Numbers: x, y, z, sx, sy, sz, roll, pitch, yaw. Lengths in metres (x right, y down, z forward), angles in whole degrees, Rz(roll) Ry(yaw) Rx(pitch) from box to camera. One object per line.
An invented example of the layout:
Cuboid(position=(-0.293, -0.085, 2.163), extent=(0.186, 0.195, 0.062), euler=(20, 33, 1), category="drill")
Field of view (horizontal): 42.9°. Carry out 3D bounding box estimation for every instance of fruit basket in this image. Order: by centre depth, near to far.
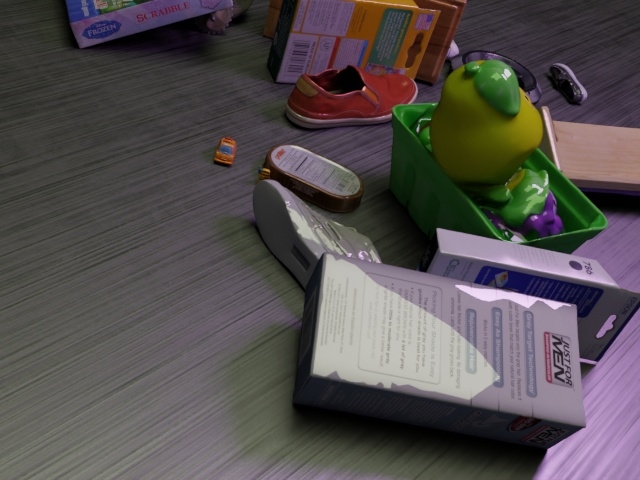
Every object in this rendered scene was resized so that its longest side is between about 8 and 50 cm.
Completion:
Cuboid(position=(0.286, -0.142, 1.351), extent=(0.283, 0.392, 0.392), euler=(-8, 46, -29), category="fruit basket")

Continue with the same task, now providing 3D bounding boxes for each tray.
Cuboid(position=(0.094, -0.503, 1.811), extent=(0.411, 0.203, 0.076), euler=(14, 39, -5), category="tray")

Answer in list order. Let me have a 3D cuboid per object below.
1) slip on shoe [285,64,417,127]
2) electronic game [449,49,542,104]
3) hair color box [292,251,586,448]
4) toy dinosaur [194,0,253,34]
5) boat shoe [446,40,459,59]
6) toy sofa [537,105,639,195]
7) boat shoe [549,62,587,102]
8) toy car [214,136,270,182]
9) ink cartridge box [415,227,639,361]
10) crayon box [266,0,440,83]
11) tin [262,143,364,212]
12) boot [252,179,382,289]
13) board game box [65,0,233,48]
Cuboid(position=(0.078, -0.305, 1.662), extent=(0.331, 0.101, 0.123), euler=(-14, 48, -36), category="slip on shoe")
Cuboid(position=(0.417, -0.384, 1.933), extent=(0.229, 0.048, 0.229), euler=(11, 39, -9), category="electronic game")
Cuboid(position=(0.162, 0.154, 1.118), extent=(0.374, 0.113, 0.185), euler=(12, 58, -9), category="hair color box")
Cuboid(position=(-0.224, -0.549, 1.836), extent=(0.160, 0.121, 0.313), euler=(39, 37, 5), category="toy dinosaur")
Cuboid(position=(0.258, -0.521, 2.018), extent=(0.075, 0.083, 0.226), euler=(-3, 55, -42), category="boat shoe")
Cuboid(position=(0.567, -0.157, 1.679), extent=(0.362, 0.177, 0.150), euler=(2, 67, -21), category="toy sofa")
Cuboid(position=(0.608, -0.393, 2.024), extent=(0.040, 0.049, 0.142), euler=(-6, 48, -27), category="boat shoe")
Cuboid(position=(-0.132, -0.148, 1.440), extent=(0.122, 0.040, 0.060), euler=(25, 39, 7), category="toy car")
Cuboid(position=(0.306, 0.088, 1.247), extent=(0.332, 0.165, 0.065), euler=(13, 40, -9), category="ink cartridge box")
Cuboid(position=(0.067, -0.430, 1.721), extent=(0.323, 0.203, 0.083), euler=(0, 43, -24), category="crayon box")
Cuboid(position=(-0.012, -0.114, 1.455), extent=(0.189, 0.040, 0.106), euler=(25, 35, 7), category="tin")
Cuboid(position=(0.000, 0.000, 1.296), extent=(0.123, 0.095, 0.258), euler=(-11, 56, -40), category="boot")
Cuboid(position=(-0.375, -0.553, 1.692), extent=(0.318, 0.066, 0.319), euler=(-18, 50, -7), category="board game box")
